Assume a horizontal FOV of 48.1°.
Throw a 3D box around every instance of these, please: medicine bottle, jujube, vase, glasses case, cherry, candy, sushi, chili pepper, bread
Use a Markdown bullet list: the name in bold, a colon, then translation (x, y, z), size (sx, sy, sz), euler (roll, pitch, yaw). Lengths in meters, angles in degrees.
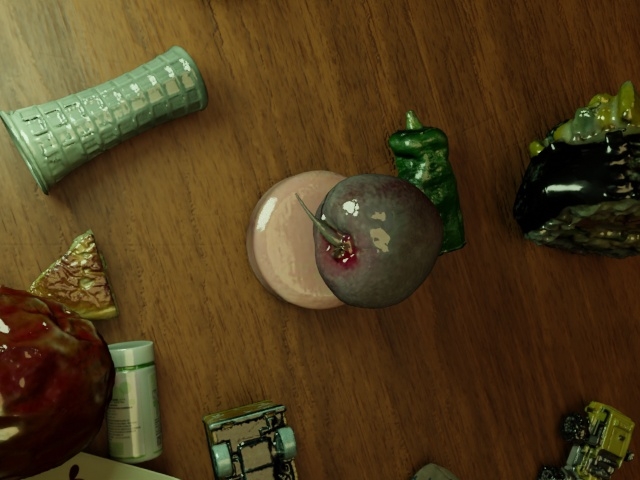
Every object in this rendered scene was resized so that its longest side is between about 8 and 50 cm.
- **medicine bottle**: translation (-0.306, 0.260, 1.163), size (0.086, 0.086, 0.183), euler (-5, 90, -17)
- **jujube**: translation (-0.489, 0.195, 1.009), size (0.377, 0.276, 0.276), euler (7, 87, -6)
- **vase**: translation (-0.332, -0.201, 1.137), size (0.299, 0.143, 0.143), euler (-30, 98, -18)
- **glasses case**: translation (-0.369, 0.396, 1.092), size (0.313, 0.070, 0.131), euler (16, 58, -2)
- **cherry**: translation (0.087, 0.000, 1.137), size (0.266, 0.183, 0.213), euler (-6, 105, -30)
- **candy**: translation (0.000, 0.000, 1.257), size (0.255, 0.094, 0.255), euler (0, 88, -17)
- **sushi**: translation (0.530, -0.136, 1.326), size (0.329, 0.328, 0.285), euler (4, 74, -4)
- **chili pepper**: translation (0.190, -0.104, 1.316), size (0.136, 0.099, 0.270), euler (-13, 97, -8)
- **bread**: translation (-0.379, 0.078, 1.159), size (0.136, 0.054, 0.154), euler (43, 83, -11)

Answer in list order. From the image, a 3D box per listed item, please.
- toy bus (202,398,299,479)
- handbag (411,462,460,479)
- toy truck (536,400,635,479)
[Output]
- **toy bus**: translation (-0.105, 0.414, 1.184), size (0.139, 0.167, 0.275), euler (-12, 88, -17)
- **handbag**: translation (0.238, 0.546, 1.253), size (0.190, 0.251, 0.193), euler (-45, 111, -6)
- **toy truck**: translation (0.519, 0.459, 1.407), size (0.136, 0.111, 0.285), euler (27, 84, -17)
